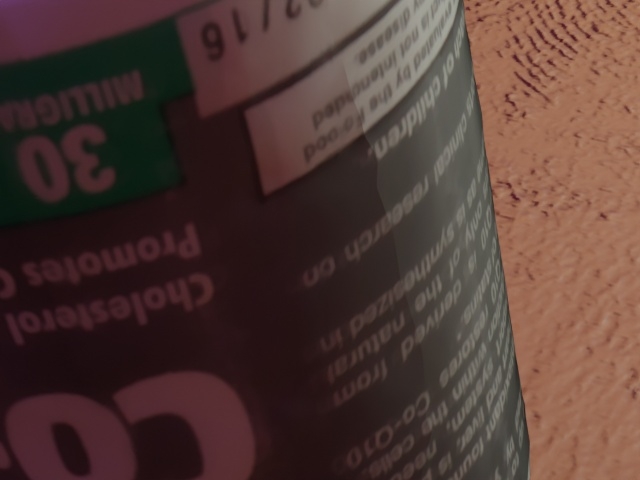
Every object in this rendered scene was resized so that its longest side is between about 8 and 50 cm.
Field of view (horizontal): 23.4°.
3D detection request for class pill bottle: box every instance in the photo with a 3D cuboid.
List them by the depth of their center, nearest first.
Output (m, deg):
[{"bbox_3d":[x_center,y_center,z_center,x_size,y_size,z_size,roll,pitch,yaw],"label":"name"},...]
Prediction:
[{"bbox_3d":[-0.042,0.026,0.481,0.204,0.361,0.204,-9,38,7],"label":"pill bottle"}]
